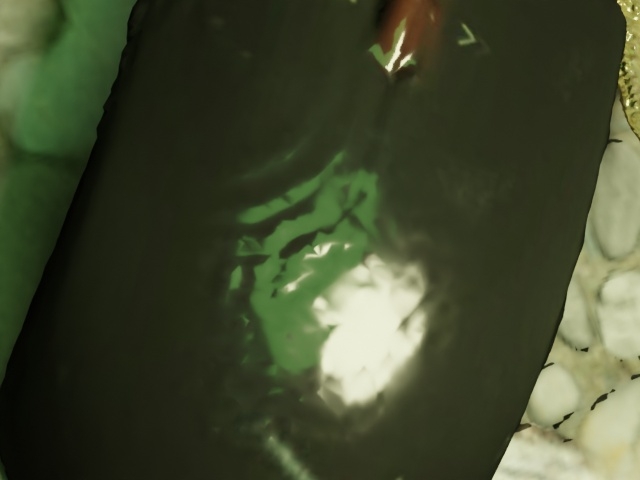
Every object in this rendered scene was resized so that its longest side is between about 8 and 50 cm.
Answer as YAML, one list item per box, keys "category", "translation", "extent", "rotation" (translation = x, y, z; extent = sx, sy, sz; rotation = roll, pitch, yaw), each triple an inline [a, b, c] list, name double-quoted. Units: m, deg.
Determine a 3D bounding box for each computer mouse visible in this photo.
- category: "computer mouse"
  translation: [0.000, 0.000, 0.658]
  extent: [0.170, 0.100, 0.269]
  rotation: [20, 78, -14]

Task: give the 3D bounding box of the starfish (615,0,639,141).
- category: "starfish"
  translation: [0.112, -0.185, 0.785]
  extent: [0.231, 0.048, 0.295]
  rotation: [25, 70, -16]
